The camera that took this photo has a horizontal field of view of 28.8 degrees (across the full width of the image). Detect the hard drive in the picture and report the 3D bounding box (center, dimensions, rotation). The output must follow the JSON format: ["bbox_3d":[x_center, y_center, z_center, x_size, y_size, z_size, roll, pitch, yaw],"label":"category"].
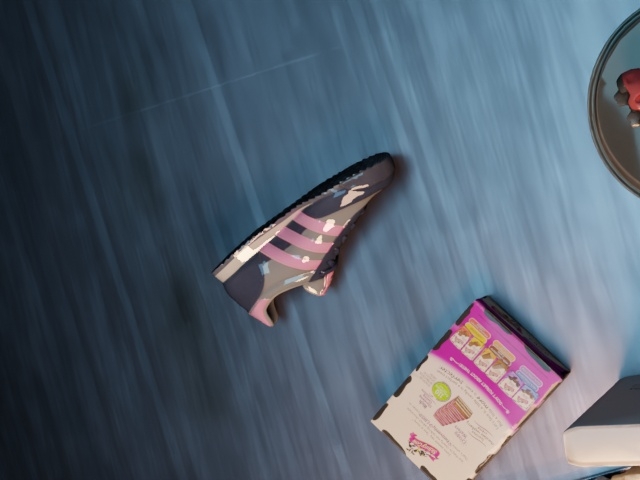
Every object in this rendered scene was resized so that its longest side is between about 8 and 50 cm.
[{"bbox_3d":[0.435,0.200,1.451,0.233,0.353,0.047,-6,90,23],"label":"hard drive"}]

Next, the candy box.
[{"bbox_3d":[0.204,0.214,1.703,0.159,0.071,0.233,44,107,15],"label":"candy box"}]

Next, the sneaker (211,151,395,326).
[{"bbox_3d":[0.000,0.000,1.773,0.319,0.112,0.131,-35,96,23],"label":"sneaker"}]

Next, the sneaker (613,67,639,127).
[{"bbox_3d":[0.477,-0.115,1.496,0.135,0.097,0.276,-36,78,23],"label":"sneaker"}]

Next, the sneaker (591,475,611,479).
[{"bbox_3d":[0.333,0.429,1.661,0.091,0.094,0.258,31,109,0],"label":"sneaker"}]

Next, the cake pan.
[{"bbox_3d":[0.479,-0.177,1.576,0.293,0.054,0.293,1,93,23],"label":"cake pan"}]

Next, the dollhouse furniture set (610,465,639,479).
[{"bbox_3d":[0.439,0.358,1.485,0.151,0.301,0.198,8,93,25],"label":"dollhouse furniture set"}]
